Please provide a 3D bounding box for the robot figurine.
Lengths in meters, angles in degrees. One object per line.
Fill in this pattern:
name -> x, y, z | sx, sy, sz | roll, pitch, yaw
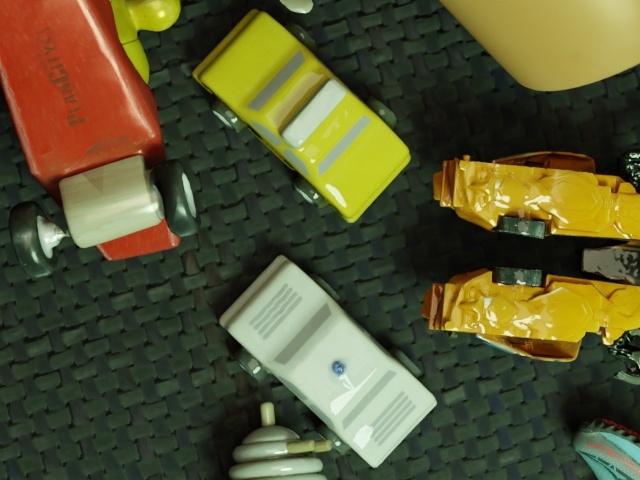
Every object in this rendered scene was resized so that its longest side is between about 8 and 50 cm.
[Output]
robot figurine -> 0.235, 0.015, 1.576 | 0.291, 0.085, 0.211 | 6, 89, -18

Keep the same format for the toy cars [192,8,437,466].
toy cars -> 0.000, 0.000, 1.553 | 0.176, 0.087, 0.394 | -6, 92, -8

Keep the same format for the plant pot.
plant pot -> 0.198, -0.257, 1.496 | 0.291, 0.291, 0.203 | -36, 112, -6

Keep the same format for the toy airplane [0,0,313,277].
toy airplane -> -0.210, -0.195, 1.427 | 0.386, 0.272, 0.384 | 23, 119, -19

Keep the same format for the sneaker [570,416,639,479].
sneaker -> 0.287, 0.267, 1.593 | 0.125, 0.104, 0.262 | -41, 96, -3

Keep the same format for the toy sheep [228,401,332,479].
toy sheep -> -0.034, 0.198, 1.555 | 0.091, 0.091, 0.132 | -3, 77, -8
